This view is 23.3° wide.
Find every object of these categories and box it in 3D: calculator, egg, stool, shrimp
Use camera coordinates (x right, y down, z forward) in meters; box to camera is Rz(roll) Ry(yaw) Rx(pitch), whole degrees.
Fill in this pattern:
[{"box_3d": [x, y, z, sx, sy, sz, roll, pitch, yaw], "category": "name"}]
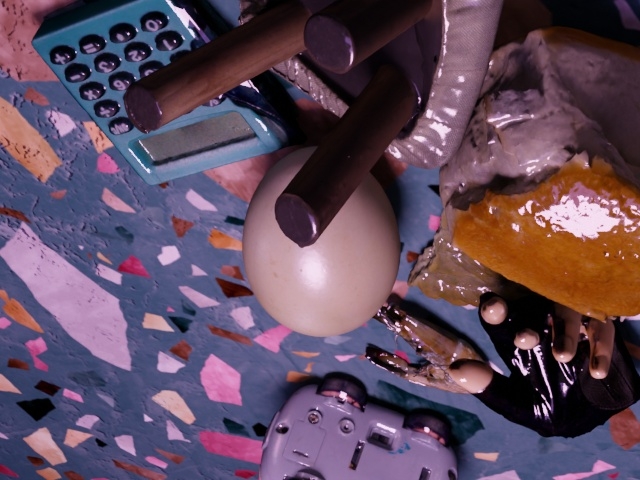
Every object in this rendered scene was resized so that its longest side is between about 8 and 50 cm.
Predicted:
[{"box_3d": [-0.182, -0.183, 1.811, 0.248, 0.058, 0.274, -13, 129, 35], "category": "calculator"}, {"box_3d": [0.000, 0.000, 1.835, 0.188, 0.188, 0.254, 8, 131, 17], "category": "egg"}, {"box_3d": [-0.014, -0.205, 1.486, 0.310, 0.226, 0.310, 35, 138, 24], "category": "stool"}, {"box_3d": [0.123, 0.148, 2.067, 0.217, 0.051, 0.150, 36, 147, -23], "category": "shrimp"}]

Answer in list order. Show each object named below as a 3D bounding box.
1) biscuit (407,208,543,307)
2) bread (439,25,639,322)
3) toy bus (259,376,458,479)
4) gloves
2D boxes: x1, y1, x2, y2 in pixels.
[{"box_3d": [0.221, 0.006, 1.857, 0.187, 0.036, 0.273, 16, 140, 0], "category": "biscuit"}, {"box_3d": [0.268, -0.077, 1.583, 0.279, 0.225, 0.250, 21, 149, -13], "category": "bread"}, {"box_3d": [0.051, 0.341, 2.231, 0.287, 0.194, 0.232, 21, 154, 1], "category": "toy bus"}, {"box_3d": [0.266, 0.142, 1.872, 0.197, 0.152, 0.301, -34, 151, 8], "category": "gloves"}]
